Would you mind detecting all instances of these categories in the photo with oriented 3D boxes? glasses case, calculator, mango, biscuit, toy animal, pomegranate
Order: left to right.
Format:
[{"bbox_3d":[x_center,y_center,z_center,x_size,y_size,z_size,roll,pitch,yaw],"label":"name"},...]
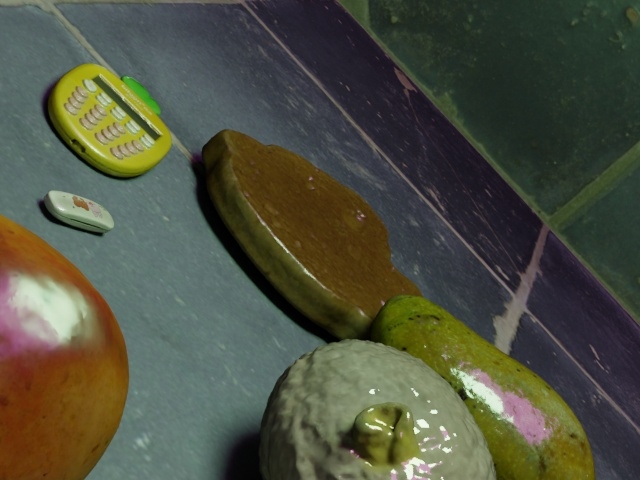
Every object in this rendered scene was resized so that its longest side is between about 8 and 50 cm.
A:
[{"bbox_3d":[-0.214,0.077,0.682,0.209,0.209,0.209,41,19,-18],"label":"pomegranate"},{"bbox_3d":[-0.235,-0.028,1.137,0.083,0.021,0.032,21,30,-53],"label":"glasses case"},{"bbox_3d":[-0.240,-0.141,1.346,0.146,0.032,0.235,45,20,-7],"label":"calculator"},{"bbox_3d":[0.000,0.000,1.520,0.359,0.074,0.381,52,17,9],"label":"biscuit"},{"bbox_3d":[0.049,0.200,1.034,0.226,0.188,0.358,43,17,-29],"label":"toy animal"},{"bbox_3d":[0.181,0.201,1.329,0.329,0.175,0.176,52,5,-2],"label":"mango"}]
